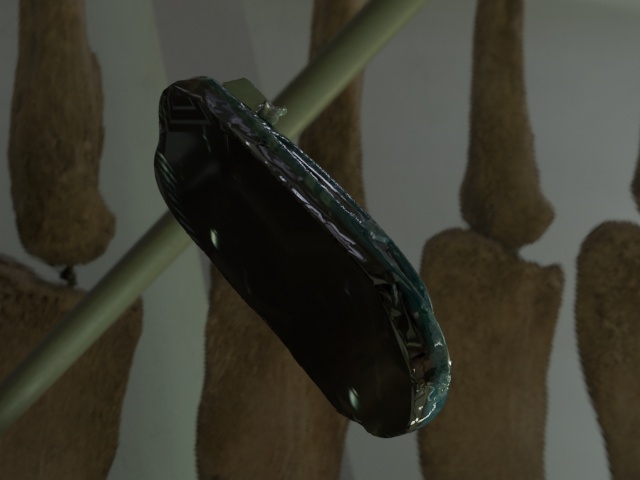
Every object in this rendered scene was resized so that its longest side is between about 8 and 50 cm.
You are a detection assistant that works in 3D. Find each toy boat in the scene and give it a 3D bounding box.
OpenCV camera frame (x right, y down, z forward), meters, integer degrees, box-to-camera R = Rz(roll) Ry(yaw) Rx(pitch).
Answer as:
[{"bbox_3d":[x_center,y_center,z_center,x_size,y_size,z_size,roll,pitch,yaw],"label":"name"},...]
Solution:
[{"bbox_3d":[0.000,0.000,0.788,0.092,0.134,0.299,-23,-123,-34],"label":"toy boat"}]
